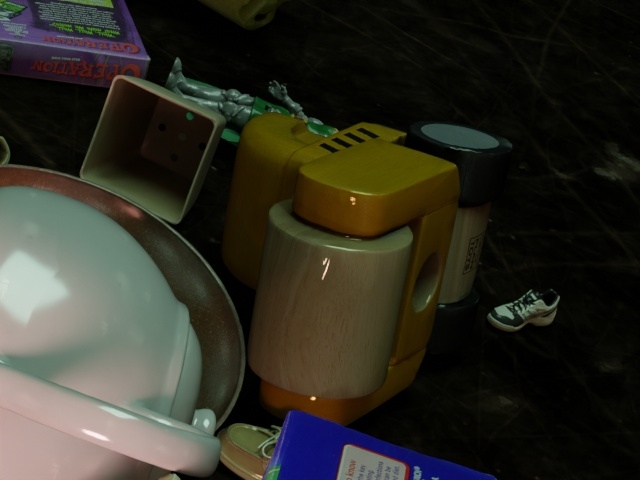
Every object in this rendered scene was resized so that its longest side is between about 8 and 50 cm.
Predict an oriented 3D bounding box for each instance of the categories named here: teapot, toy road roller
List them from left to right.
[{"bbox_3d":[-0.155,0.096,1.015,0.187,0.252,0.256,19,40,-11],"label":"teapot"},{"bbox_3d":[0.000,0.000,1.401,0.240,0.203,0.329,19,22,23],"label":"toy road roller"}]

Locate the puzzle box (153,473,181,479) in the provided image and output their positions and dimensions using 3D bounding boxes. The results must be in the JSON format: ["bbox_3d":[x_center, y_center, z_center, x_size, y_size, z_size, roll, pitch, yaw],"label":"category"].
[{"bbox_3d":[-0.211,0.284,0.748,0.052,0.272,0.409,58,22,-20],"label":"puzzle box"}]

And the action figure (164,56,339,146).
[{"bbox_3d":[-0.053,-0.123,1.709,0.232,0.063,0.137,20,26,-7],"label":"action figure"}]

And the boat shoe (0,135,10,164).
[{"bbox_3d":[-0.298,-0.069,1.375,0.072,0.068,0.190,0,-5,-12],"label":"boat shoe"}]

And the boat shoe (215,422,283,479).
[{"bbox_3d":[-0.006,0.170,1.250,0.153,0.048,0.056,23,29,5],"label":"boat shoe"}]

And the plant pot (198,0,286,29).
[{"bbox_3d":[-0.126,-0.396,1.948,0.254,0.276,0.276,39,33,10],"label":"plant pot"}]

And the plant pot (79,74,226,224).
[{"bbox_3d":[-0.148,-0.093,1.557,0.109,0.109,0.096,25,18,9],"label":"plant pot"}]

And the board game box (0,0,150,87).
[{"bbox_3d":[-0.370,-0.246,1.731,0.346,0.056,0.208,6,28,-23],"label":"board game box"}]

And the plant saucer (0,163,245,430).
[{"bbox_3d":[-0.210,0.065,1.254,0.310,0.050,0.311,19,39,-16],"label":"plant saucer"}]

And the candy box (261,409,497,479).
[{"bbox_3d":[-0.031,0.286,0.763,0.122,0.317,0.268,19,29,-1],"label":"candy box"}]

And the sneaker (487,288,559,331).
[{"bbox_3d":[0.195,0.063,1.567,0.083,0.037,0.032,-9,42,-39],"label":"sneaker"}]
